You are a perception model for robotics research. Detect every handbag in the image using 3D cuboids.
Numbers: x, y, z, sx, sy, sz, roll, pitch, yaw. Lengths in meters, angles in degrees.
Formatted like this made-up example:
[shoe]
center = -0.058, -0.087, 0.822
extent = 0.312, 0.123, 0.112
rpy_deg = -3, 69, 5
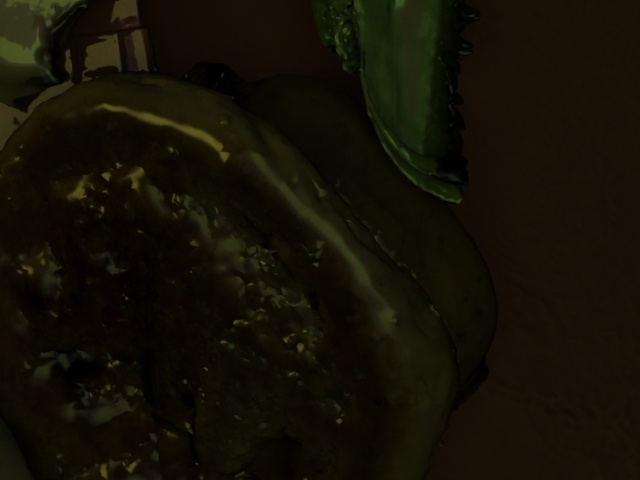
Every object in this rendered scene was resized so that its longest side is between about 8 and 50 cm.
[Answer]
[handbag]
center = -0.184, -0.119, 1.224
extent = 0.157, 0.059, 0.212
rpy_deg = -8, 94, -4

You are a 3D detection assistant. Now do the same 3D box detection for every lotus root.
[lotus root]
center = 0.000, 0.000, 1.203
extent = 0.160, 0.146, 0.284
rpy_deg = -43, 98, -14

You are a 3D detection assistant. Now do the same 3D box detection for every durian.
[durian]
center = 0.052, -0.191, 1.212
extent = 0.132, 0.106, 0.375
rpy_deg = -3, 68, -10

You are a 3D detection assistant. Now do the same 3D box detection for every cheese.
[cheese]
center = -0.203, -0.219, 1.152
extent = 0.163, 0.071, 0.249
rpy_deg = -31, 95, -6

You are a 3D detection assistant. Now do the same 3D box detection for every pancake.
[pancake]
center = -0.084, 0.070, 1.155
extent = 0.356, 0.065, 0.356
rpy_deg = 11, 119, 19

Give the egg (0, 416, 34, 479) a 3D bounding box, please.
[egg]
center = -0.323, 0.203, 1.165
extent = 0.286, 0.174, 0.264
rpy_deg = 40, 55, -12
